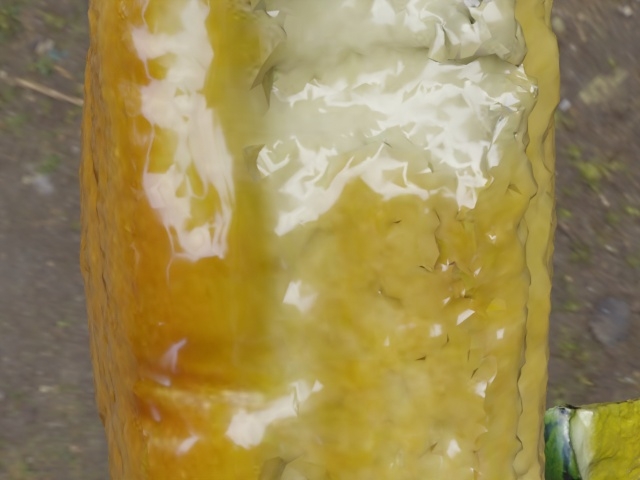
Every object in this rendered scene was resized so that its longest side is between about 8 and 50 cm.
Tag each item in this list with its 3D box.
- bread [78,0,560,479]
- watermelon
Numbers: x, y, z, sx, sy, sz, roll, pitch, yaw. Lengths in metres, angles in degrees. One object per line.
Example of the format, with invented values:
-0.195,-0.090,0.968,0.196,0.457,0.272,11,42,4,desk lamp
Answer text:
0.000,0.000,0.480,0.121,0.174,0.246,4,111,6,bread
0.234,0.150,1.439,0.123,0.301,0.129,49,119,28,watermelon
